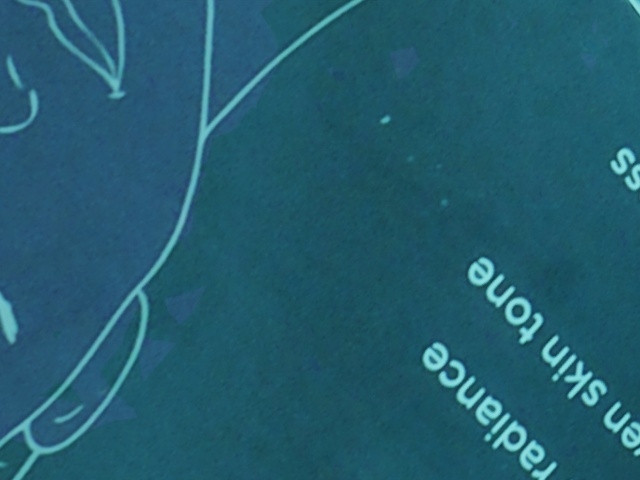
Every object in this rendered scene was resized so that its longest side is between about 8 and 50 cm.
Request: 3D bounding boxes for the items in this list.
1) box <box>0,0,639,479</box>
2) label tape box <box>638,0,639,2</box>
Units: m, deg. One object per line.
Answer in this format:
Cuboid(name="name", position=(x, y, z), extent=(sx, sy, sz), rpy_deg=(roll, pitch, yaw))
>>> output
Cuboid(name="box", position=(-0.128, 0.048, 0.527), extent=(0.472, 0.297, 0.480), rpy_deg=(-46, 108, -9))
Cuboid(name="label tape box", position=(0.151, -0.257, 0.780), extent=(0.249, 0.115, 0.347), rpy_deg=(-36, 89, -23))
